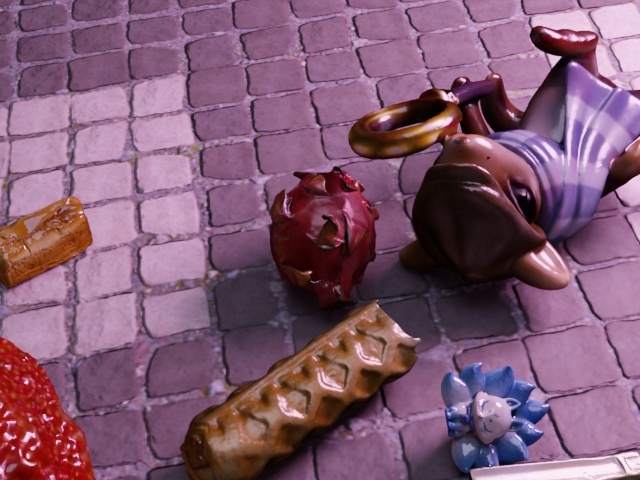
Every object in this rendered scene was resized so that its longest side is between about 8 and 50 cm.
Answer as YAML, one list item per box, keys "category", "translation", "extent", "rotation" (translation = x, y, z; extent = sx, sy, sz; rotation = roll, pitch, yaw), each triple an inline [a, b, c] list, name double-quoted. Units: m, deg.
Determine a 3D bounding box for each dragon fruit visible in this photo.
- category: "dragon fruit"
  translation: [0.000, 0.000, 1.345]
  extent: [0.133, 0.136, 0.166]
  rotation: [-20, 66, 32]

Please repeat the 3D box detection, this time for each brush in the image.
- category: "brush"
  translation: [0.230, 0.232, 1.146]
  extent: [0.178, 0.030, 0.033]
  rotation: [-4, 36, -12]

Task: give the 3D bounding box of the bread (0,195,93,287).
- category: "bread"
  translation: [-0.337, 0.001, 1.418]
  extent: [0.132, 0.074, 0.053]
  rotation: [-31, 60, -20]

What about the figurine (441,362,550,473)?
- category: "figurine"
  translation: [0.176, 0.174, 1.171]
  extent: [0.114, 0.079, 0.114]
  rotation: [-2, 71, 7]

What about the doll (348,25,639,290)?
- category: "doll"
  translation: [0.230, -0.103, 1.355]
  extent: [0.318, 0.209, 0.340]
  rotation: [24, 54, 32]

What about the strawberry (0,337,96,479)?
- category: "strawberry"
  translation: [-0.345, 0.221, 1.080]
  extent: [0.267, 0.312, 0.351]
  rotation: [-43, 20, 27]

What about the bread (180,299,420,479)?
- category: "bread"
  translation: [-0.025, 0.161, 1.205]
  extent: [0.269, 0.087, 0.098]
  rotation: [-32, 53, -22]
